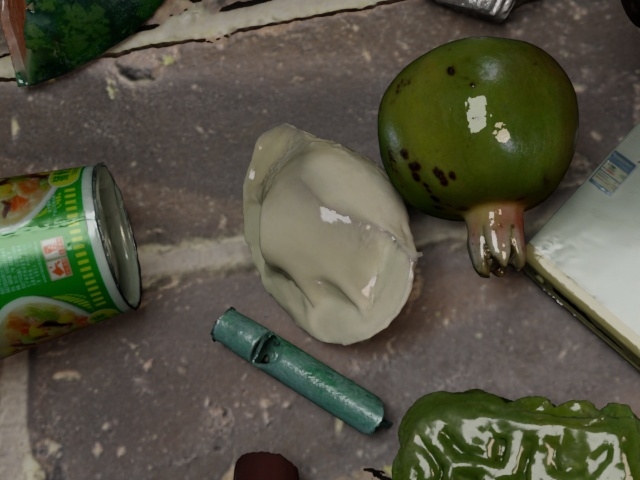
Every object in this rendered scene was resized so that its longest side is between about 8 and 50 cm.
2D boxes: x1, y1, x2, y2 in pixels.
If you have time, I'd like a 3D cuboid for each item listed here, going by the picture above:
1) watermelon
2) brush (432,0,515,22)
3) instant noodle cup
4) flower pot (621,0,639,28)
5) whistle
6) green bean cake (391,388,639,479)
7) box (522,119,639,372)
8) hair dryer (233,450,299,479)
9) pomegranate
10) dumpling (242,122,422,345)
[{"bbox_3d":[-0.259,-0.378,1.380,0.319,0.222,0.292,-30,62,5],"label":"watermelon"},{"bbox_3d":[0.067,-0.292,1.337,0.327,0.070,0.065,30,93,25],"label":"brush"},{"bbox_3d":[-0.298,0.026,1.282,0.232,0.207,0.207,-14,69,3],"label":"instant noodle cup"},{"bbox_3d":[0.371,-0.217,1.106,0.266,0.267,0.267,-5,71,14],"label":"flower pot"},{"bbox_3d":[-0.017,0.121,1.236,0.186,0.039,0.039,30,83,23],"label":"whistle"},{"bbox_3d":[0.163,0.240,1.094,0.222,0.125,0.248,3,73,18],"label":"green bean cake"},{"bbox_3d":[0.332,0.029,1.157,0.270,0.045,0.211,41,87,24],"label":"box"},{"bbox_3d":[0.029,0.259,1.029,0.340,0.123,0.313,-35,37,36],"label":"hair dryer"},{"bbox_3d":[0.141,-0.071,1.180,0.180,0.180,0.210,-12,72,13],"label":"pomegranate"},{"bbox_3d":[-0.003,-0.003,1.239,0.216,0.126,0.166,38,113,10],"label":"dumpling"}]
